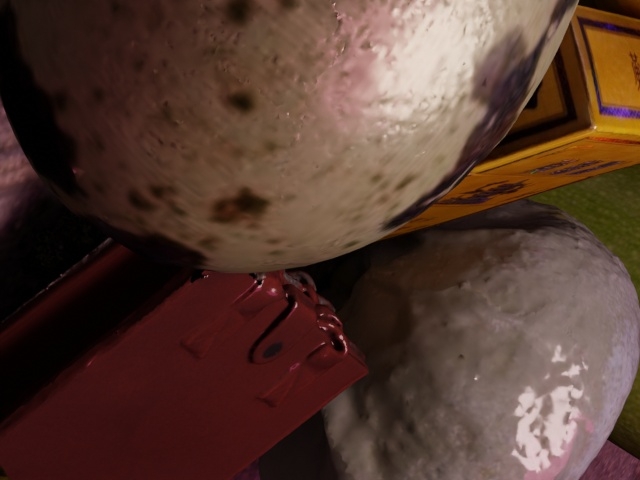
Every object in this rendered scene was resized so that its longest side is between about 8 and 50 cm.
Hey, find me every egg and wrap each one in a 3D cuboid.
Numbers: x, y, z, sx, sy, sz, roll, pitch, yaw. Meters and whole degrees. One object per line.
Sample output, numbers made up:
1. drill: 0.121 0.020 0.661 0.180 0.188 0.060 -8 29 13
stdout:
1. egg: -0.008 -0.159 0.874 0.379 0.288 0.287 -62 154 -21

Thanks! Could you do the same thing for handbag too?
1. handbag: -0.125 0.103 1.094 0.275 0.084 0.260 -36 150 5

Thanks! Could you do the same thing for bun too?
1. bun: 0.082 0.116 1.307 0.362 0.211 0.362 -55 -167 19

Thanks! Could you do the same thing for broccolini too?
1. broccolini: -0.145 0.052 1.151 0.254 0.071 0.057 83 7 -59

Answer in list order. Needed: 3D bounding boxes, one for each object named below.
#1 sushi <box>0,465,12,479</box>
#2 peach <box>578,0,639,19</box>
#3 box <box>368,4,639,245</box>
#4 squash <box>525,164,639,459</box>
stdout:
1. sushi: -0.246 0.297 0.863 0.240 0.397 0.351 -7 111 -51
2. peach: 0.291 -0.281 1.188 0.332 0.308 0.308 -52 152 10
3. box: 0.083 -0.065 1.118 0.193 0.301 0.084 -3 78 -56
4. squash: 0.331 0.075 1.520 0.263 0.384 0.263 -37 144 -33
